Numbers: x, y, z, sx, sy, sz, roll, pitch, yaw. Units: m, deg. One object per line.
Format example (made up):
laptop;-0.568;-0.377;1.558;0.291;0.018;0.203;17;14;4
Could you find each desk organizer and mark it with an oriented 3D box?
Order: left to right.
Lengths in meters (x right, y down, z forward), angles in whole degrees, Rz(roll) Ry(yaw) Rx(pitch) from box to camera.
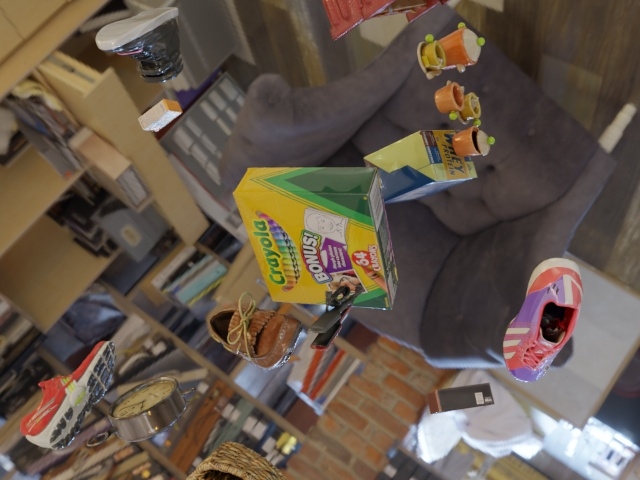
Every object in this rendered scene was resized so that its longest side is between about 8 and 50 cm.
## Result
desk organizer;0.293;0.333;1.458;0.050;0.130;0.047;132;132;-61

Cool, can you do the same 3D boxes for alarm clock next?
alarm clock;-0.315;0.304;1.203;0.129;0.192;0.064;2;114;54

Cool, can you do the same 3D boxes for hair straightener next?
hair straightener;0.038;0.140;1.474;0.047;0.230;0.089;6;117;28

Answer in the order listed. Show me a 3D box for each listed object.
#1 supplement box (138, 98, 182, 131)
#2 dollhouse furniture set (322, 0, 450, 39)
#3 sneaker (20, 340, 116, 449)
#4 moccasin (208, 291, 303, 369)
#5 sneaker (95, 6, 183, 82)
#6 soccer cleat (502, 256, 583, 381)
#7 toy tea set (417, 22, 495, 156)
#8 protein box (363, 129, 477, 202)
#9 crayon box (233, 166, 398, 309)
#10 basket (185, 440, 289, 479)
supplement box;-0.423;-0.329;1.832;0.036;0.098;0.062;63;-156;8
dollhouse furniture set;0.071;-0.516;1.034;0.152;0.201;0.374;-14;97;50
sneaker;-0.544;0.314;1.502;0.118;0.279;0.107;13;131;13
moccasin;-0.162;0.207;1.625;0.147;0.139;0.380;34;167;-22
sneaker;-0.359;-0.388;1.440;0.104;0.296;0.147;0;116;13
soccer cleat;0.416;0.180;1.312;0.108;0.116;0.318;9;131;4
toy tea set;0.370;-0.379;1.739;0.124;0.200;0.336;-12;112;35
protein box;0.264;-0.193;1.835;0.199;0.201;0.136;-21;83;42
crayon box;0.000;0.000;1.626;0.312;0.106;0.363;1;133;19
basket;-0.195;0.655;1.644;0.299;0.214;0.223;39;-153;12
